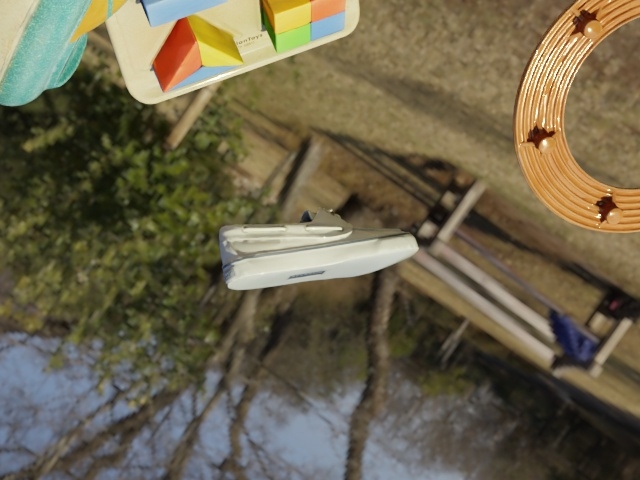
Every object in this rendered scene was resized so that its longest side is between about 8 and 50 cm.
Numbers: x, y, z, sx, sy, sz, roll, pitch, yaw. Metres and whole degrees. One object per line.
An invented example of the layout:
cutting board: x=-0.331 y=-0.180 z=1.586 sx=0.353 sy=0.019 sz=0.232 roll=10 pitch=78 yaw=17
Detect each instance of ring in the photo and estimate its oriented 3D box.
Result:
ring: x=0.383 y=-0.153 z=1.312 sx=0.336 sy=0.336 sz=0.032 roll=34 pitch=-165 yaw=-26

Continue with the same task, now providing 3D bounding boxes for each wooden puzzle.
wooden puzzle: x=-0.092 y=-0.290 z=1.336 sx=0.348 sy=0.322 sz=0.080 roll=86 pitch=162 yaw=-65

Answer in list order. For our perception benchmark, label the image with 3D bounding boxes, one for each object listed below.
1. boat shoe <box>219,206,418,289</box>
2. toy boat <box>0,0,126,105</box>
boat shoe: x=0.000 y=0.000 z=1.418 sx=0.258 sy=0.084 sz=0.095 roll=-6 pitch=163 yaw=-27
toy boat: x=-0.199 y=-0.268 z=1.008 sx=0.148 sy=0.318 sz=0.267 roll=28 pitch=145 yaw=-14
